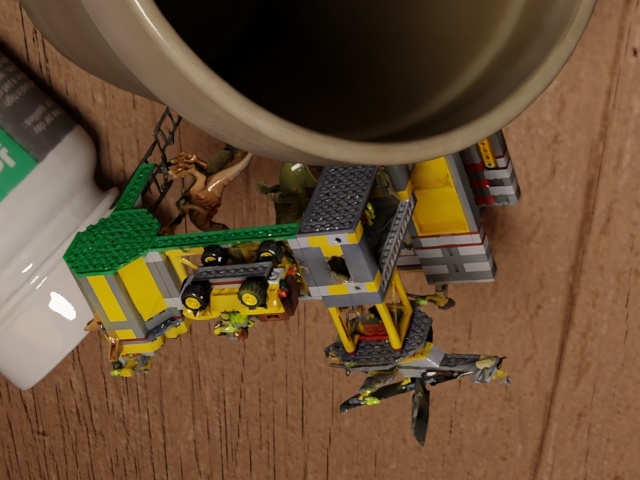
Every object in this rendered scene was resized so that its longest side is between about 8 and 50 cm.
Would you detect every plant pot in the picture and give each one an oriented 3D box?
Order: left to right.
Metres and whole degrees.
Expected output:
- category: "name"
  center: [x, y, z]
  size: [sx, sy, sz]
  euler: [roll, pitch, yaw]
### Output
- category: "plant pot"
  center: [-0.043, -0.192, 0.940]
  size: [0.323, 0.323, 0.280]
  euler: [53, 154, -18]

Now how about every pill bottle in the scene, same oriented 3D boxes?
- category: "pill bottle"
  center: [-0.307, -0.065, 1.301]
  size: [0.361, 0.204, 0.204]
  euler: [43, 140, -8]

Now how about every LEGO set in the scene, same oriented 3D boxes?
- category: "LEGO set"
  center: [0.000, 0.000, 1.080]
  size: [0.255, 0.331, 0.192]
  euler: [-10, 125, 18]
